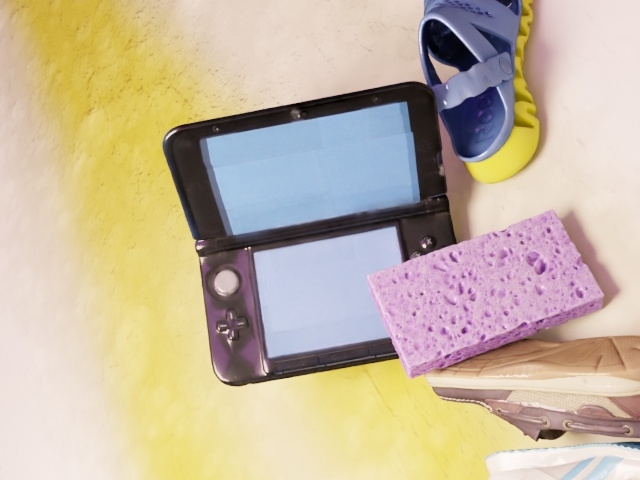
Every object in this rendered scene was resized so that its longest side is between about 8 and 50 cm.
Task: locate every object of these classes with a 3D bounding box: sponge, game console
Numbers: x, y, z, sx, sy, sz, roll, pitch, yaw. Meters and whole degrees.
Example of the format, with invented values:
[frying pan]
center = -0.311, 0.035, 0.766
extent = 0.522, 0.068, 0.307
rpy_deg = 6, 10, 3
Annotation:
[sponge]
center = 0.164, 0.053, 1.061
extent = 0.210, 0.031, 0.117
rpy_deg = -19, 56, -3
[game console]
center = 0.000, 0.000, 1.114
extent = 0.293, 0.173, 0.250
rpy_deg = -11, 71, 4

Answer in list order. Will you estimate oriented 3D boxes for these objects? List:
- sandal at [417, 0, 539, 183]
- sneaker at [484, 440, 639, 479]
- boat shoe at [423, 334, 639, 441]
[sandal]
center = 0.164, -0.228, 1.181
extent = 0.126, 0.138, 0.318
rpy_deg = -28, 54, 36
[sneaker]
center = 0.255, 0.231, 0.953
extent = 0.228, 0.087, 0.092
rpy_deg = -19, 69, 46
[boat shoe]
center = 0.215, 0.148, 1.008
extent = 0.285, 0.102, 0.092
rpy_deg = -11, 100, 49
